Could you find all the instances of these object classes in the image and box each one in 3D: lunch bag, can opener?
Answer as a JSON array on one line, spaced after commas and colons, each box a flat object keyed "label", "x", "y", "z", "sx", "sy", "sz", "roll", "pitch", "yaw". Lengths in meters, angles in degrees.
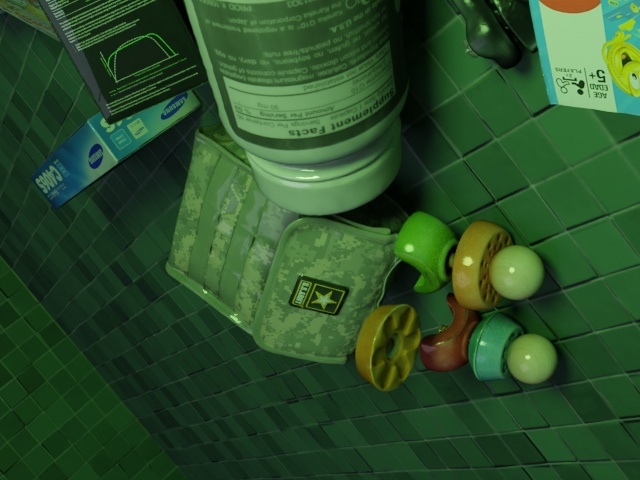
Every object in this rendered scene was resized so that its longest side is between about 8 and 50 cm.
[{"label": "lunch bag", "x": -0.036, "y": 0.006, "z": 1.136, "sx": 0.287, "sy": 0.169, "sz": 0.235, "roll": 35, "pitch": 130, "yaw": 18}, {"label": "can opener", "x": 0.129, "y": -0.236, "z": 0.814, "sx": 0.186, "sy": 0.073, "sz": 0.059, "roll": 51, "pitch": -171, "yaw": 2}]

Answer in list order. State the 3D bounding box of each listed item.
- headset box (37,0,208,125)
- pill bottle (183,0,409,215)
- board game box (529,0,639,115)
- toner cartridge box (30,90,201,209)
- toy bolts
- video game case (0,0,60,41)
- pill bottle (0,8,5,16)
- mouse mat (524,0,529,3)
[{"label": "headset box", "x": -0.228, "y": -0.311, "z": 0.986, "sx": 0.246, "sy": 0.131, "sz": 0.283, "roll": -94, "pitch": -21, "yaw": -64}, {"label": "pill bottle", "x": -0.020, "y": -0.206, "z": 0.868, "sx": 0.204, "sy": 0.204, "sz": 0.361, "roll": 29, "pitch": 150, "yaw": 30}, {"label": "board game box", "x": 0.305, "y": -0.158, "z": 0.404, "sx": 0.301, "sy": 0.308, "sz": 0.086, "roll": 18, "pitch": 140, "yaw": 43}, {"label": "toner cartridge box", "x": -0.330, "y": -0.152, "z": 1.395, "sx": 0.075, "sy": 0.165, "sz": 0.347, "roll": 54, "pitch": 151, "yaw": -11}, {"label": "toy bolts", "x": 0.173, "y": 0.110, "z": 1.022, "sx": 0.158, "sy": 0.218, "sz": 0.228, "roll": 14, "pitch": 154, "yaw": 37}, {"label": "video game case", "x": -0.340, "y": -0.308, "z": 1.232, "sx": 0.206, "sy": 0.026, "sz": 0.227, "roll": 8, "pitch": 167, "yaw": 45}, {"label": "pill bottle", "x": -0.490, "y": -0.424, "z": 1.303, "sx": 0.152, "sy": 0.152, "sz": 0.272, "roll": 53, "pitch": 151, "yaw": -7}, {"label": "mouse mat", "x": 0.188, "y": -0.270, "z": 0.695, "sx": 0.152, "sy": 0.007, "sz": 0.190, "roll": 32, "pitch": 135, "yaw": 24}]
